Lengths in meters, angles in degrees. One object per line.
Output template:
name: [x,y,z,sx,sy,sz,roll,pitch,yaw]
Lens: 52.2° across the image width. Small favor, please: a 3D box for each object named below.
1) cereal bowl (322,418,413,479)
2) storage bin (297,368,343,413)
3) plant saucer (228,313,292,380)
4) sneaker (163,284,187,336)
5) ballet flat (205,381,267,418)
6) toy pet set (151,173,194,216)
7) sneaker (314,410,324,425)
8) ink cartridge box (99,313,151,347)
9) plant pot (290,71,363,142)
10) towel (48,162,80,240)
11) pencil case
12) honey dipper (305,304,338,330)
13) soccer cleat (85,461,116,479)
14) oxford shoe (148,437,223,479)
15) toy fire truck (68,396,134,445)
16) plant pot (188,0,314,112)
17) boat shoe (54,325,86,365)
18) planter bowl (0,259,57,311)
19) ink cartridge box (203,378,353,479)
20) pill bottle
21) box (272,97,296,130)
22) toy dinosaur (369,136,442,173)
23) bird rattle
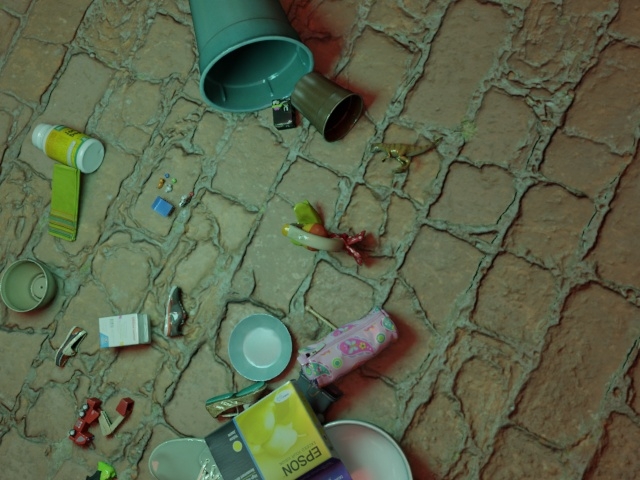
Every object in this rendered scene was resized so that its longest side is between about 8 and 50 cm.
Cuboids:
cereal bowl: [0.086,0.647,1.756,0.339,0.141,0.338,-2,81,12]
storage bin: [-0.021,0.434,1.840,0.135,0.098,0.091,36,101,14]
plant saucer: [-0.174,0.312,1.913,0.195,0.037,0.194,-2,81,11]
sneaker: [-0.437,0.215,1.984,0.065,0.061,0.157,7,84,-14]
ballet flat: [-0.235,0.467,1.890,0.206,0.073,0.067,-21,94,20]
toy pet set: [-0.478,-0.140,2.030,0.122,0.065,0.114,34,90,15]
sneaker: [-0.114,0.505,1.823,0.267,0.101,0.106,-22,64,24]
ink cartridge box: [-0.582,0.273,1.979,0.143,0.090,0.092,-7,81,10]
plant pot: [0.011,-0.403,1.924,0.165,0.167,0.167,42,92,23]
towel: [-0.820,-0.121,2.081,0.102,0.021,0.237,14,105,15]
pencil case: [0.073,0.291,1.782,0.284,0.124,0.124,-27,76,-14]
honey dipper: [0.019,0.237,1.887,0.161,0.030,0.030,37,91,16]
soccer cleat: [-0.683,0.749,1.952,0.072,0.060,0.179,29,82,24]
oxford shoe: [-0.288,0.673,1.840,0.450,0.130,0.169,15,87,15]
toy fire truck: [-0.664,0.546,1.979,0.135,0.047,0.192,26,89,13]
plant pot: [-0.230,-0.612,1.930,0.341,0.341,0.334,-22,69,8]
boat shoe: [-0.779,0.334,2.036,0.043,0.049,0.137,27,83,12]
planter bowl: [-0.901,0.145,2.056,0.162,0.109,0.162,-2,82,12]
ink cartridge box: [-0.116,0.575,1.708,0.304,0.072,0.307,-36,69,11]
pill bottle: [-0.814,-0.304,2.099,0.208,0.117,0.117,23,87,15]
box: [-0.111,-0.386,1.994,0.062,0.052,0.083,-6,81,12]
toy dinosaur: [0.244,-0.255,1.894,0.212,0.064,0.112,2,81,12]
bird rattle: [0.000,0.000,1.848,0.254,0.207,0.143,32,108,24]
